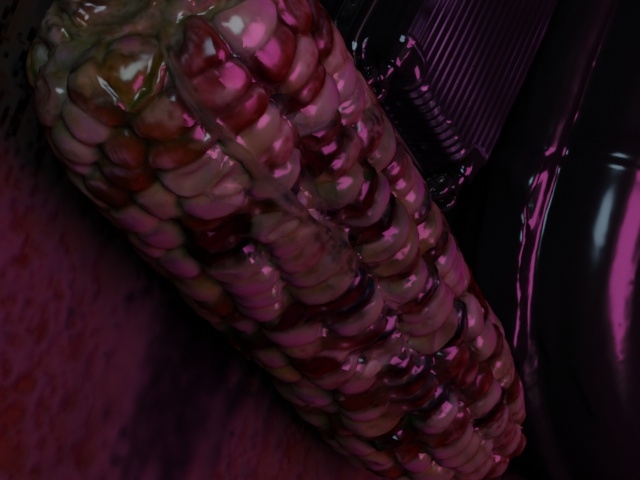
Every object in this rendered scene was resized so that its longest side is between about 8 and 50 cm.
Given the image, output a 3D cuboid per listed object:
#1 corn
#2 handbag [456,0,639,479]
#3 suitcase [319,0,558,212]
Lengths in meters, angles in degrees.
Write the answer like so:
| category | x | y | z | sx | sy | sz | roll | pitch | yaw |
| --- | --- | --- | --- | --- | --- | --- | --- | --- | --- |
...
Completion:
| category | x | y | z | sx | sy | sz | roll | pitch | yaw |
| --- | --- | --- | --- | --- | --- | --- | --- | --- | --- |
| corn | 0.000 | 0.000 | 0.542 | 0.092 | 0.092 | 0.280 | -64 | 143 | -21 |
| handbag | 0.163 | -0.024 | 0.746 | 0.254 | 0.093 | 0.308 | 42 | 65 | -49 |
| suitcase | 0.038 | -0.082 | 0.599 | 0.086 | 0.059 | 0.126 | 53 | 54 | -45 |
